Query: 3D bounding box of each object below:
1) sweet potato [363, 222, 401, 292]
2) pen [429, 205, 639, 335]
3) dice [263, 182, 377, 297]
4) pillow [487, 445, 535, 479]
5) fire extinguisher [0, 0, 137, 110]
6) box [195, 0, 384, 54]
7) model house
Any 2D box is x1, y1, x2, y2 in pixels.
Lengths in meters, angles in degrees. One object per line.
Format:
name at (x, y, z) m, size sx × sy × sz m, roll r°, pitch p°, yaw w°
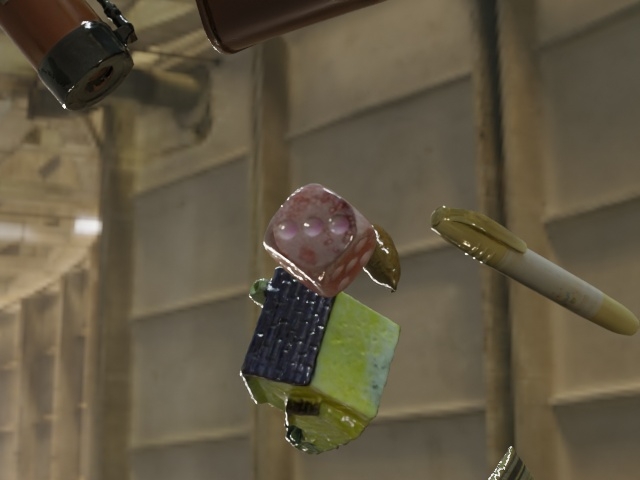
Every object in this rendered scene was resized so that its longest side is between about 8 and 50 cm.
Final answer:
sweet potato at (0.079, 0.000, 2.239) m, size 0.269 × 0.075 × 0.074 m, roll 52°, pitch -46°, yaw 39°
pen at (0.193, 0.027, 1.143) m, size 0.040 × 0.233 × 0.032 m, roll -41°, pitch -149°, yaw 43°
dice at (0.000, 0.000, 1.413) m, size 0.093 × 0.091 × 0.094 m, roll 37°, pitch -10°, yaw 18°
pillow at (0.322, 0.428, 2.014) m, size 0.038 × 0.113 × 0.203 m, roll -20°, pitch -71°, yaw 46°
fire extinguisher at (-0.381, -0.355, 1.731) m, size 0.376 × 0.200 × 0.113 m, roll 49°, pitch -43°, yaw 8°
box at (-0.040, -0.440, 1.669) m, size 0.229 × 0.239 × 0.339 m, roll -11°, pitch -77°, yaw 24°
model house at (-0.031, 0.165, 1.822) m, size 0.170 × 0.211 × 0.193 m, roll -26°, pitch -144°, yaw 49°
